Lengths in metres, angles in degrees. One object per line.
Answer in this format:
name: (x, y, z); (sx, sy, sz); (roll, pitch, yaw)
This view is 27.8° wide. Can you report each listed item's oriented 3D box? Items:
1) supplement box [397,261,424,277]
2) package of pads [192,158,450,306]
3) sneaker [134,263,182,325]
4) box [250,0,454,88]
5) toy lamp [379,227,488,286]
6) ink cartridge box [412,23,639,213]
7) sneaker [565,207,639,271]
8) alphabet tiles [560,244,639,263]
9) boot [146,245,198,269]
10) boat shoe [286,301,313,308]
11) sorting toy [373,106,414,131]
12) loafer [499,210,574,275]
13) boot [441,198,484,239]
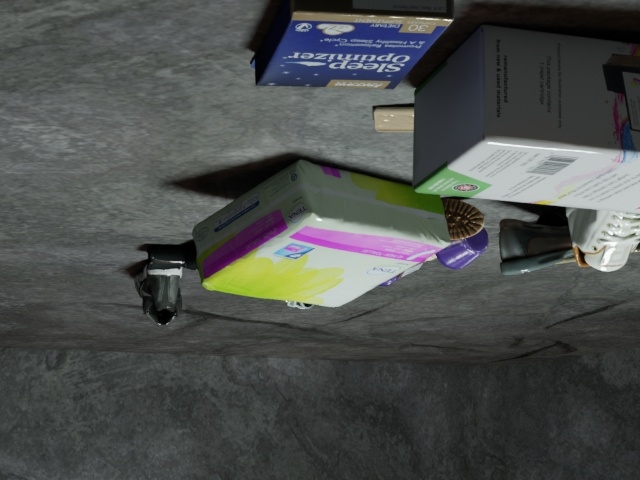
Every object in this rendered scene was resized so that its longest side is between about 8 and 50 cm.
supplement box: (0.136, 0.012, 1.990); (0.043, 0.055, 0.083); (-21, 160, -26)
package of pads: (0.000, 0.000, 1.743); (0.229, 0.101, 0.296); (-31, 153, 36)
sneaker: (-0.290, 0.103, 2.313); (0.078, 0.106, 0.234); (1, 169, -13)
box: (0.020, -0.173, 1.153); (0.136, 0.036, 0.225); (0, 170, -12)
toy lamp: (0.170, 0.020, 2.067); (0.080, 0.080, 0.275); (3, 169, -28)
ink cartridge box: (0.252, -0.111, 1.269); (0.278, 0.117, 0.201); (5, 167, -14)
sneaker: (0.419, -0.026, 1.768); (0.106, 0.123, 0.290); (1, 167, -7)
alphabet tiles: (0.473, 0.020, 2.133); (0.285, 0.011, 0.342); (-10, 178, 32)
boot: (-0.230, 0.026, 2.103); (0.099, 0.045, 0.121); (3, 169, -13)
boat shoe: (-0.029, 0.068, 2.058); (0.079, 0.081, 0.227); (8, 165, -44)
sorting toy: (0.101, -0.135, 1.421); (0.083, 0.012, 0.062); (0, 164, 4)
loafer: (0.349, -0.011, 1.939); (0.096, 0.084, 0.267); (-13, -179, 37)
boot: (0.176, -0.028, 1.890); (0.158, 0.059, 0.085); (0, 175, 33)
